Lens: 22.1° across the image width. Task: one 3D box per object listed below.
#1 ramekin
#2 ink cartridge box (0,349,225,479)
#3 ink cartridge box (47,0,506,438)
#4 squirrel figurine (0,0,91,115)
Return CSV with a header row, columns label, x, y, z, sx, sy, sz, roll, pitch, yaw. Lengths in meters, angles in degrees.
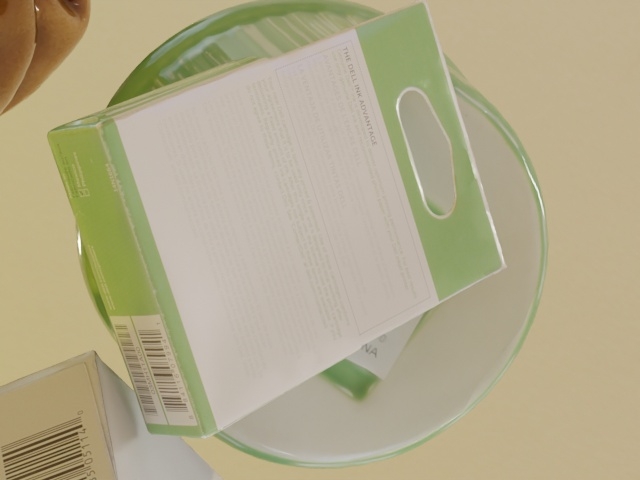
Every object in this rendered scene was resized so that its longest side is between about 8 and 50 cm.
label,x,y,z,sx,sy,sz,roll,pitch,yaw
ramekin,0.000,0.000,1.069,0.303,0.303,0.148,-52,-158,3
ink cartridge box,-0.179,0.223,0.950,0.271,0.309,0.130,-21,-122,8
ink cartridge box,-0.015,-0.018,0.887,0.056,0.235,0.171,-5,-73,49
squirrel figurine,-0.315,-0.093,1.163,0.370,0.281,0.397,-95,-154,-52
